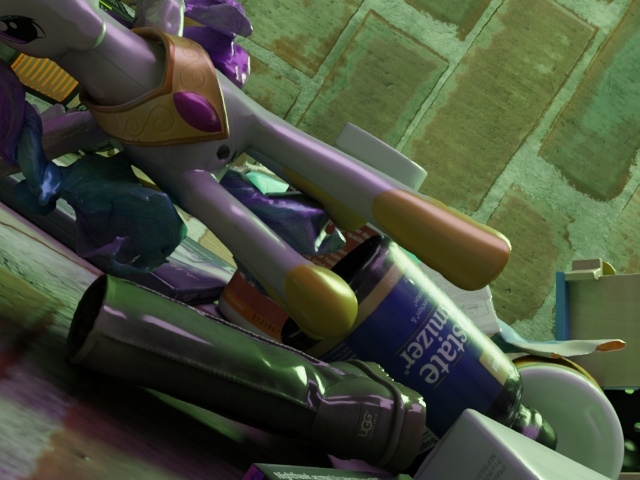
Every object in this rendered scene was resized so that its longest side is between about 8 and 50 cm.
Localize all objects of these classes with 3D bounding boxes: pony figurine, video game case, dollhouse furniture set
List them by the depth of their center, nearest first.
[{"bbox_3d":[-0.103,-0.088,0.611,0.363,0.303,0.351,38,-3,-23],"label":"pony figurine"},{"bbox_3d":[-0.180,-0.002,0.944,0.196,0.026,0.274,33,4,8],"label":"video game case"},{"bbox_3d":[0.436,0.164,1.110,0.286,0.303,0.198,-7,-18,31],"label":"dollhouse furniture set"}]

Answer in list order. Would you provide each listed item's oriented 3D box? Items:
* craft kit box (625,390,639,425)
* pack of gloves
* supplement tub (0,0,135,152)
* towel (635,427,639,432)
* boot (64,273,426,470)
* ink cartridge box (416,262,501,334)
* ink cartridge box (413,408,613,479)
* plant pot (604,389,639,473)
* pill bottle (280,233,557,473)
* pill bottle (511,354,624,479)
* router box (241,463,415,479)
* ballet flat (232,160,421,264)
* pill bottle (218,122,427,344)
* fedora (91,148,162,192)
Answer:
[{"bbox_3d":[0.589,0.280,1.566,0.246,0.061,0.250,7,-4,10],"label":"craft kit box"},{"bbox_3d":[0.158,0.098,0.995,0.195,0.046,0.232,-4,-4,-17],"label":"pack of gloves"},{"bbox_3d":[-0.363,-0.252,1.220,0.207,0.207,0.338,35,4,32],"label":"supplement tub"},{"bbox_3d":[0.377,0.266,1.531,0.285,0.034,0.209,23,2,12],"label":"towel"},{"bbox_3d":[-0.056,0.084,0.619,0.208,0.076,0.189,15,-13,-15],"label":"boot"},{"bbox_3d":[0.094,0.089,1.028,0.225,0.181,0.056,-88,160,-69],"label":"ink cartridge box"},{"bbox_3d":[0.259,0.277,0.602,0.308,0.091,0.385,30,8,-26],"label":"ink cartridge box"},{"bbox_3d":[0.421,0.230,1.325,0.188,0.187,0.167,35,18,32],"label":"plant pot"},{"bbox_3d":[0.083,0.111,0.790,0.219,0.123,0.123,45,3,-7],"label":"pill bottle"},{"bbox_3d":[0.218,0.182,0.962,0.136,0.136,0.245,33,5,11],"label":"pill bottle"},{"bbox_3d":[0.046,0.170,0.489,0.133,0.046,0.179,35,5,33],"label":"router box"},{"bbox_3d":[0.000,0.000,1.550,0.409,0.147,0.147,31,5,-23],"label":"ballet flat"},{"bbox_3d":[0.006,0.003,0.929,0.121,0.216,0.121,32,5,-3],"label":"pill bottle"},{"bbox_3d":[-0.265,-0.135,1.441,0.194,0.079,0.194,32,4,-3],"label":"fedora"}]
